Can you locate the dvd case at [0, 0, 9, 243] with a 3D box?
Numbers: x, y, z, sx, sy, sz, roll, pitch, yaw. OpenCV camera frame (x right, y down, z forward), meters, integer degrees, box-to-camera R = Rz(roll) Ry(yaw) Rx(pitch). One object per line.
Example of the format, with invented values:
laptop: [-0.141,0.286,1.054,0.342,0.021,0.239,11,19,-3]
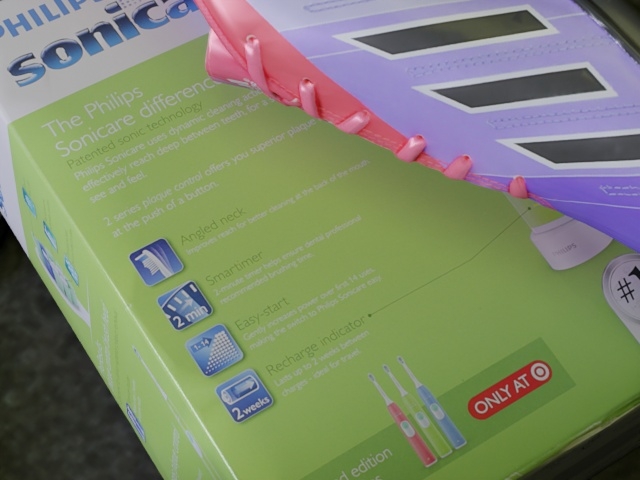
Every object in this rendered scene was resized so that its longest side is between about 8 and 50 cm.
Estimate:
dvd case: [-0.205,-0.110,0.693,0.180,0.022,0.253,19,65,7]

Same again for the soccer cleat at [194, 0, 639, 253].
soccer cleat: [0.026,-0.075,0.505,0.318,0.108,0.116,41,81,15]

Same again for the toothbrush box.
toothbrush box: [0.000,0.000,0.576,0.206,0.122,0.283,-28,68,-21]
